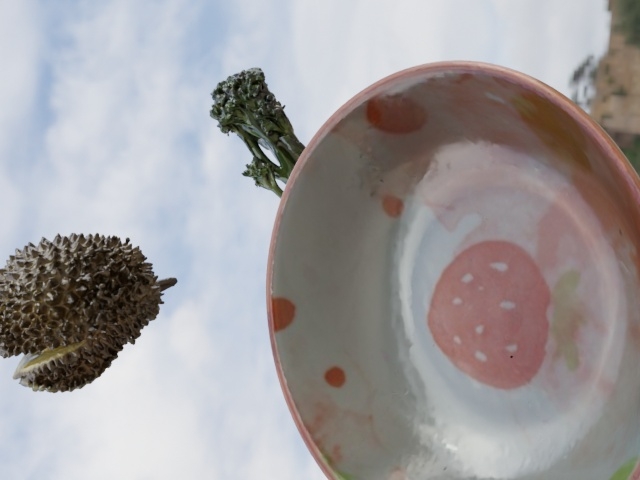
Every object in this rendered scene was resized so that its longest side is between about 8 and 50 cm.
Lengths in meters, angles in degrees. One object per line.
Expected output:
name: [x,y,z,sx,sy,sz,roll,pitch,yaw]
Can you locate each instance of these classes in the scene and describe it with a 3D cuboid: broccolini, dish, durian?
broccolini: [-0.002,0.002,1.273,0.392,0.074,0.079,61,175,5]
dish: [0.090,0.036,0.667,0.085,0.260,0.260,-5,-78,-47]
durian: [-0.156,0.038,0.831,0.110,0.140,0.071,66,155,13]
